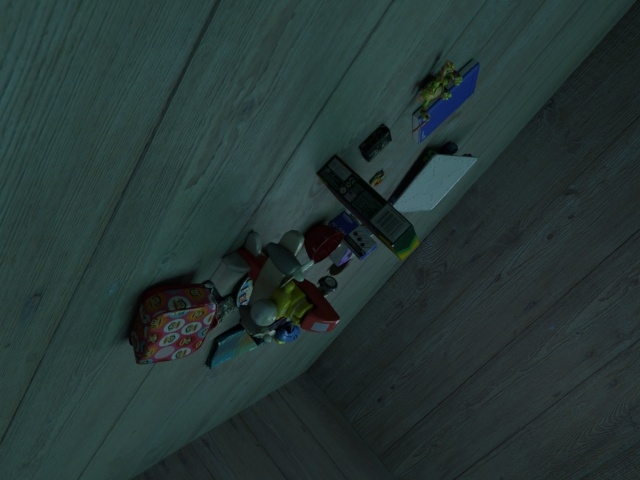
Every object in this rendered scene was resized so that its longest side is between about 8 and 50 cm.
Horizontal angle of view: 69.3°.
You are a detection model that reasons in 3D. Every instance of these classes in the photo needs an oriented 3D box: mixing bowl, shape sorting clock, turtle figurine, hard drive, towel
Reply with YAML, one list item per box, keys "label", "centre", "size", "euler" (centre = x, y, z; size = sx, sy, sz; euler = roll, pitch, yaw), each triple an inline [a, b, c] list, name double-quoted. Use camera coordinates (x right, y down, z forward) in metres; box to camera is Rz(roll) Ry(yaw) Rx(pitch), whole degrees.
- label: "mixing bowl"
  centre: [0.000, 0.000, 1.915]
  size: [0.181, 0.098, 0.181]
  euler: [-37, 160, -16]
- label: "shape sorting clock"
  centre: [-0.255, 0.193, 1.842]
  size: [0.206, 0.040, 0.206]
  euler: [-36, 145, -31]
- label: "turtle figurine"
  centre: [0.406, -0.524, 1.643]
  size: [0.217, 0.087, 0.269]
  euler: [-33, 151, -45]
- label: "hard drive"
  centre: [0.497, -0.547, 1.851]
  size: [0.319, 0.040, 0.210]
  euler: [-43, 161, -2]
- label: "towel"
  centre: [-0.356, 0.480, 2.222]
  size: [0.370, 0.040, 0.271]
  euler: [-17, 149, -36]

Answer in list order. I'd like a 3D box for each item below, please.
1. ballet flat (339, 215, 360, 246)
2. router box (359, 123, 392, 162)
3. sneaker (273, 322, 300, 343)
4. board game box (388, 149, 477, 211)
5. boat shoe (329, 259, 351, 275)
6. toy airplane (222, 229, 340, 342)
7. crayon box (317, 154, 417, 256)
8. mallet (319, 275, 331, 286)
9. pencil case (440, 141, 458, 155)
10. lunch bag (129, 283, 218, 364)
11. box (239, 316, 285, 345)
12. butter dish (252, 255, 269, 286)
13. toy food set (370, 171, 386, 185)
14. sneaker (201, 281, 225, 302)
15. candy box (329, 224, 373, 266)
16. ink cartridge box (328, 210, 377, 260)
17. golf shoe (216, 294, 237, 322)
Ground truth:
- label: "ballet flat"
  centre: [0.084, -0.015, 2.093]
  size: [0.232, 0.073, 0.080]
  euler: [-44, 161, 3]
- label: "router box"
  centre: [0.200, -0.350, 1.670]
  size: [0.122, 0.038, 0.092]
  euler: [-43, 161, 1]
- label: "sneaker"
  centre: [-0.135, 0.417, 2.135]
  size: [0.082, 0.069, 0.209]
  euler: [-51, 162, 16]
- label: "board game box"
  centre: [0.562, -0.297, 2.358]
  size: [0.390, 0.050, 0.390]
  euler: [-6, 144, -42]
- label: "boat shoe"
  centre: [0.122, 0.125, 2.484]
  size: [0.178, 0.064, 0.060]
  euler: [-46, 159, -1]
- label: "toy airplane"
  centre: [-0.161, 0.159, 1.514]
  size: [0.384, 0.386, 0.272]
  euler: [-7, -152, 28]
- label: "crayon box"
  centre: [0.179, -0.106, 1.641]
  size: [0.106, 0.363, 0.313]
  euler: [-46, 161, 4]
- label: "mallet"
  centre: [0.065, 0.184, 2.549]
  size: [0.190, 0.039, 0.062]
  euler: [-43, 160, -18]
- label: "pencil case"
  centre: [0.644, -0.427, 2.360]
  size: [0.064, 0.070, 0.151]
  euler: [-33, 158, -28]
- label: "lunch bag"
  centre: [-0.442, 0.262, 1.455]
  size: [0.258, 0.120, 0.293]
  euler: [-3, 137, -40]
- label: "box"
  centre: [-0.210, 0.329, 2.119]
  size: [0.270, 0.143, 0.165]
  euler: [-27, 157, -42]
- label: "butter dish"
  centre: [-0.213, 0.123, 1.721]
  size: [0.160, 0.118, 0.160]
  euler: [-119, -133, -68]
- label: "toy food set"
  centre: [0.247, -0.262, 1.979]
  size: [0.082, 0.020, 0.083]
  euler: [-46, 161, 8]
- label: "sneaker"
  centre: [-0.422, 0.248, 1.585]
  size: [0.223, 0.098, 0.083]
  euler: [-49, 160, 16]
- label: "candy box"
  centre: [0.156, 0.023, 2.325]
  size: [0.196, 0.070, 0.165]
  euler: [-28, 155, -38]
- label: "ink cartridge box"
  centre: [0.137, -0.021, 1.979]
  size: [0.097, 0.207, 0.046]
  euler: [-39, 162, -15]
- label: "golf shoe"
  centre: [-0.383, 0.259, 1.775]
  size: [0.086, 0.069, 0.176]
  euler: [-8, -169, 24]
